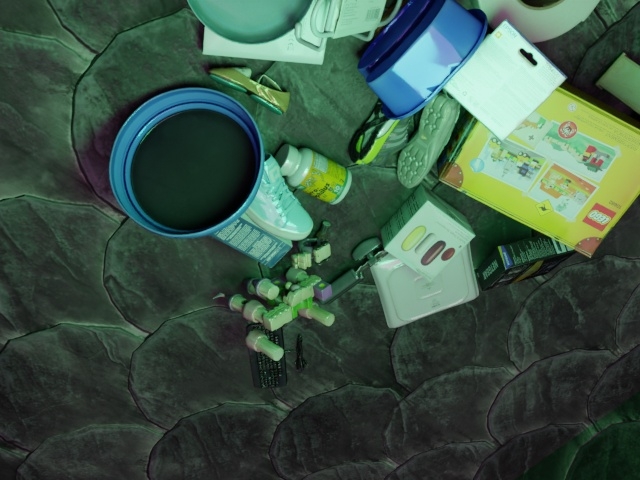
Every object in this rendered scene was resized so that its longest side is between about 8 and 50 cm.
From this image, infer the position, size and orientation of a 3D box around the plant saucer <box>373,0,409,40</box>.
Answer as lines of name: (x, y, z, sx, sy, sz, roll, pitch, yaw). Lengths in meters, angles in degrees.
plant saucer: (0.240, -0.532, 1.756, 0.200, 0.037, 0.200, -7, 126, -10)

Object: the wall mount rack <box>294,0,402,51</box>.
wall mount rack: (0.063, -0.606, 1.543, 0.350, 0.130, 0.304, -28, 143, -45)

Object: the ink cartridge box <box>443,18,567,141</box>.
ink cartridge box: (0.463, -0.404, 1.685, 0.223, 0.045, 0.224, 41, 113, -8)

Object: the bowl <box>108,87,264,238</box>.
bowl: (-0.328, -0.190, 1.665, 0.391, 0.391, 0.077, -22, 165, 1)

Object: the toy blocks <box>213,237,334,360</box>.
toy blocks: (-0.142, 0.146, 2.042, 0.289, 0.260, 0.308, -28, 127, -35)

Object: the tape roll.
tape roll: (0.568, -0.703, 1.702, 0.392, 0.072, 0.392, -7, 126, -10)

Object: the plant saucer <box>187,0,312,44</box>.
plant saucer: (-0.165, -0.617, 1.537, 0.318, 0.043, 0.317, -4, 108, -14)

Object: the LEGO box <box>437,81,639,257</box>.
LEGO box: (0.640, -0.240, 1.870, 0.500, 0.193, 0.372, 27, 117, -5)

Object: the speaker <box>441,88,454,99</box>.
speaker: (0.341, -0.431, 1.793, 0.055, 0.136, 0.055, -8, 127, -10)

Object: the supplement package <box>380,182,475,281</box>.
supplement package: (0.325, -0.024, 2.046, 0.194, 0.149, 0.203, 34, 111, -15)

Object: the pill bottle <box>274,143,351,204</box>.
pill bottle: (-0.025, -0.191, 1.878, 0.208, 0.117, 0.117, 24, 116, -29)

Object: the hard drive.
hard drive: (-0.130, -0.548, 1.641, 0.308, 0.040, 0.203, 1, 124, -16)

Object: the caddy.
caddy: (0.255, -0.455, 1.643, 0.179, 0.241, 0.341, 34, 111, -27)

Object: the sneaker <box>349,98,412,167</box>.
sneaker: (0.207, -0.328, 1.866, 0.121, 0.111, 0.300, 17, 123, -41)

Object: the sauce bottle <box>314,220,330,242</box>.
sauce bottle: (0.000, 0.000, 2.068, 0.042, 0.042, 0.128, 8, 124, -20)

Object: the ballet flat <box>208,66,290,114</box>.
ballet flat: (-0.181, -0.406, 1.723, 0.232, 0.080, 0.073, 24, 88, -31)

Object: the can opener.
can opener: (0.096, 0.096, 2.159, 0.283, 0.095, 0.076, -37, 164, 19)

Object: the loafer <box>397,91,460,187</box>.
loafer: (0.315, -0.284, 1.909, 0.111, 0.112, 0.319, -25, 152, -40)

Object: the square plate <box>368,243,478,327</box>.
square plate: (0.365, 0.140, 2.265, 0.347, 0.049, 0.344, -20, 127, 0)

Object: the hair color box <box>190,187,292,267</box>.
hair color box: (-0.250, -0.078, 1.862, 0.347, 0.174, 0.105, 32, 115, -31)

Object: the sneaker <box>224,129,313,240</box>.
sneaker: (-0.149, -0.148, 1.774, 0.366, 0.135, 0.150, 40, 142, -10)

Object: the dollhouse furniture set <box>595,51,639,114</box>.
dollhouse furniture set: (1.004, -0.437, 2.024, 0.356, 0.174, 0.303, 11, 124, -51)

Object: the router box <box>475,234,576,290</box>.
router box: (0.665, 0.068, 2.174, 0.243, 0.081, 0.309, -14, 164, -5)

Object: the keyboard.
keyboard: (-0.144, 0.399, 2.324, 0.202, 0.033, 0.317, -9, 127, -9)
